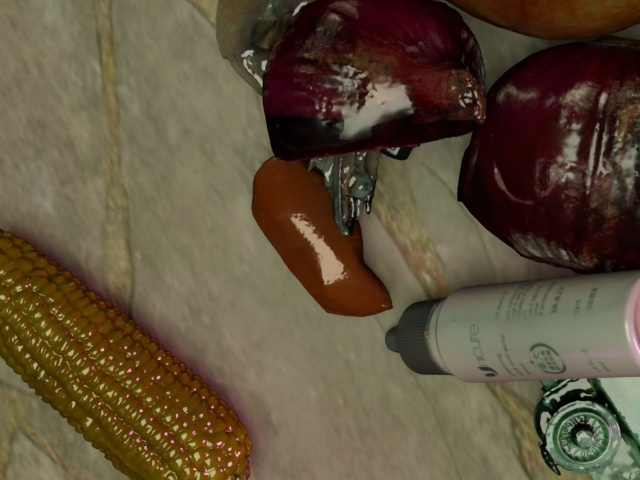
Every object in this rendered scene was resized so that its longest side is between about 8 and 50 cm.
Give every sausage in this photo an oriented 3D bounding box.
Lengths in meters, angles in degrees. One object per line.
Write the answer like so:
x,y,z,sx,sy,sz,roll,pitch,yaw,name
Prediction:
0.000,0.000,1.381,0.089,0.089,0.179,-33,87,12,sausage

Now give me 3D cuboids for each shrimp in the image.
-0.012,-0.160,1.344,0.164,0.062,0.316,-4,84,10,shrimp

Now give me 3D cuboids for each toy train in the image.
0.326,0.201,1.346,0.202,0.120,0.300,-34,92,10,toy train

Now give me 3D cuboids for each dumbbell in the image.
0.080,-0.117,1.373,0.036,0.040,0.083,35,104,33,dumbbell

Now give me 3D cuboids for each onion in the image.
0.061,-0.133,1.198,0.195,0.218,0.139,-1,92,-29,onion
0.230,-0.075,1.275,0.206,0.207,0.216,12,95,4,onion

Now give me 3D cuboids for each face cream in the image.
0.171,0.080,1.306,0.311,0.092,0.092,-7,100,47,face cream

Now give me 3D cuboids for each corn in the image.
-0.214,0.126,1.420,0.363,0.120,0.120,39,103,3,corn

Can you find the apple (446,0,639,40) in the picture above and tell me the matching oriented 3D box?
0.208,-0.300,1.224,0.302,0.301,0.301,1,99,9,apple
